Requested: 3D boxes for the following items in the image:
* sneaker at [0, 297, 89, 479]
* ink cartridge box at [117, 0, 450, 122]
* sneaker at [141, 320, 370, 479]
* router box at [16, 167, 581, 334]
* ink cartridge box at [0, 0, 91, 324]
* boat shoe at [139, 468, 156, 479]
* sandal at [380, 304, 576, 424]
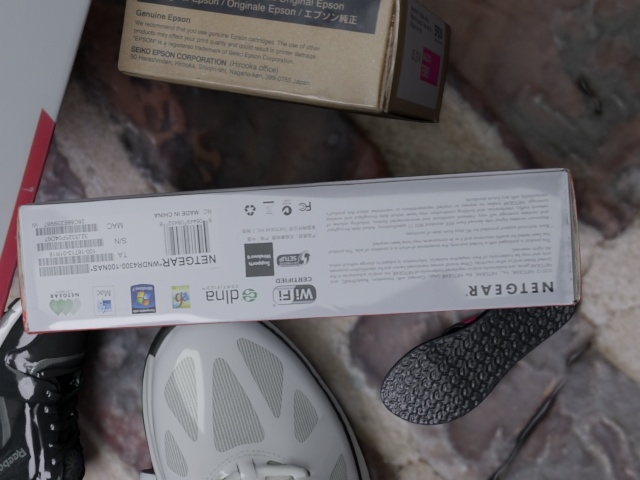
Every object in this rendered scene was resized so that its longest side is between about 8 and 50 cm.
[{"bbox_3d":[-0.238,0.160,1.036,0.124,0.107,0.283,35,109,18],"label":"sneaker"},{"bbox_3d":[-0.015,-0.145,0.901,0.193,0.235,0.088,9,95,13],"label":"ink cartridge box"},{"bbox_3d":[-0.008,0.258,0.887,0.169,0.257,0.447,-20,91,-8],"label":"sneaker"},{"bbox_3d":[0.000,0.000,0.849,0.336,0.301,0.082,-4,92,7],"label":"router box"},{"bbox_3d":[-0.312,-0.116,0.889,0.161,0.385,0.279,14,92,-26],"label":"ink cartridge box"},{"bbox_3d":[-0.111,0.221,1.045,0.100,0.035,0.035,6,91,7],"label":"boat shoe"},{"bbox_3d":[0.130,0.090,0.980,0.179,0.040,0.067,-35,89,-1],"label":"sandal"}]
